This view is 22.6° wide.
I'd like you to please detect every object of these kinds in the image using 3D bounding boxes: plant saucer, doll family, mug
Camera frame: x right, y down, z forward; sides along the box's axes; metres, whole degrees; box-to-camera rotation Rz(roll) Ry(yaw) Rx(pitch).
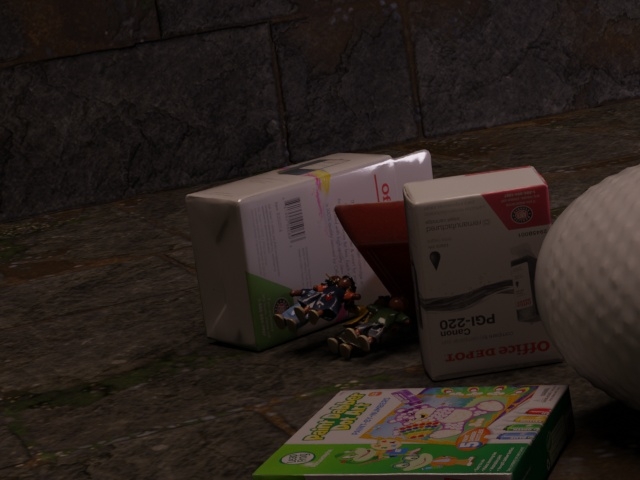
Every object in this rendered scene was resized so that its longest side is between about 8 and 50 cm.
[{"bbox_3d":[0.175,0.031,2.005,0.258,0.048,0.259,-3,-31,23],"label":"plant saucer"},{"bbox_3d":[0.032,0.086,2.010,0.193,0.076,0.111,26,49,30],"label":"doll family"},{"bbox_3d":[0.398,0.008,1.540,0.328,0.276,0.374,3,57,55],"label":"mug"}]

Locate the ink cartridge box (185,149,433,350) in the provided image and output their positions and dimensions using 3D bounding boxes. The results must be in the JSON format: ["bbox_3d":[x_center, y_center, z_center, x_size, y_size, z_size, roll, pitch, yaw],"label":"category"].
[{"bbox_3d":[0.000,0.000,2.186,0.353,0.207,0.119,-17,16,-39],"label":"ink cartridge box"}]

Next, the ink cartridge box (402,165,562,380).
[{"bbox_3d":[0.186,0.038,1.837,0.158,0.218,0.092,-8,18,-3],"label":"ink cartridge box"}]

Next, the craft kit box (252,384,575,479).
[{"bbox_3d":[0.095,0.200,1.521,0.246,0.061,0.250,-7,11,21],"label":"craft kit box"}]
